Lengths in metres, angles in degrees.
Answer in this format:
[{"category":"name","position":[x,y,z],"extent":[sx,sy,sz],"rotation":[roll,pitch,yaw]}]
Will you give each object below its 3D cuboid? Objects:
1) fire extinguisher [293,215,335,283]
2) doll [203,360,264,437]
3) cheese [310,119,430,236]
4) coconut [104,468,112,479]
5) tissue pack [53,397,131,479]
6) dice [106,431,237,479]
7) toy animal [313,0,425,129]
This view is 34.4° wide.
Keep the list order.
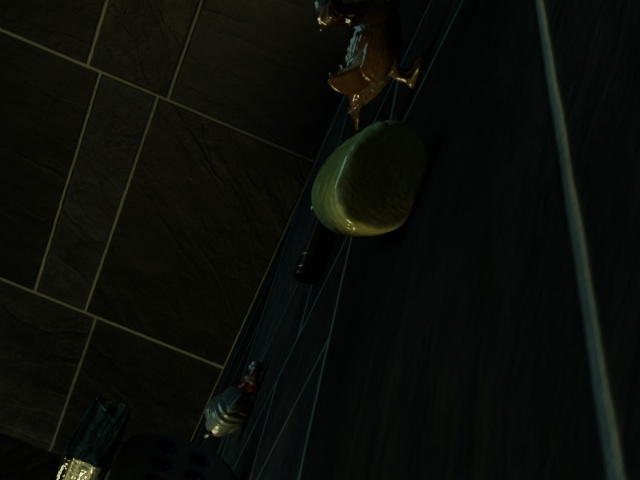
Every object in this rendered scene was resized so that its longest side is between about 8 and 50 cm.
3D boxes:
[{"category":"fire extinguisher","position":[0.000,0.000,1.734],"extent":[0.078,0.045,0.157],"rotation":[74,-148,-61]},{"category":"doll","position":[-0.162,0.305,1.968],"extent":[0.180,0.079,0.094],"rotation":[-55,1,-22]},{"category":"cheese","position":[0.053,-0.062,1.111],"extent":[0.123,0.094,0.167],"rotation":[-58,8,-7]},{"category":"coconut","position":[-0.353,0.565,2.082],"extent":[0.227,0.230,0.227],"rotation":[-42,-19,-19]},{"category":"tissue pack","position":[-0.367,0.374,1.555],"extent":[0.173,0.073,0.235],"rotation":[-78,11,-69]},{"category":"dice","position":[-0.243,0.421,1.561],"extent":[0.193,0.194,0.191],"rotation":[-74,9,-68]},{"category":"toy animal","position":[0.053,-0.260,1.488],"extent":[0.089,0.179,0.188],"rotation":[-78,12,-74]}]
